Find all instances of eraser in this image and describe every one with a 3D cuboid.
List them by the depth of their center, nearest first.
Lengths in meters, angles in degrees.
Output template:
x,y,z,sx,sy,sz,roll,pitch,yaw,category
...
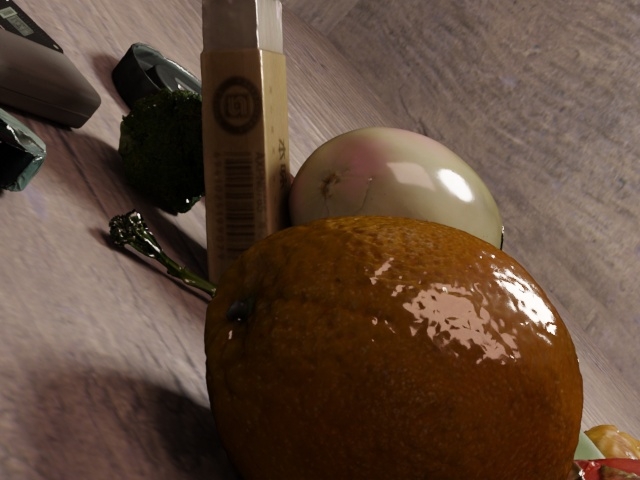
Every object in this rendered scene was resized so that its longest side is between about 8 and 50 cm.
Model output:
x,y,z,sx,sy,sz,roll,pitch,yaw,category
-0.085,-0.117,1.596,0.144,0.078,0.343,-29,118,-78,eraser

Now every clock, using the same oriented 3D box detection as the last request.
x,y,z,sx,sy,sz,roll,pitch,yaw,category
-0.190,-0.182,2.007,0.280,0.055,0.280,42,12,-11,clock

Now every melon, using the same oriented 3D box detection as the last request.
x,y,z,sx,sy,sz,roll,pitch,yaw,category
0.097,-0.020,1.651,0.317,0.223,0.223,28,20,-50,melon

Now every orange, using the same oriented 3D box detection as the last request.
x,y,z,sx,sy,sz,roll,pitch,yaw,category
0.062,0.131,1.228,0.357,0.322,0.322,28,18,-23,orange

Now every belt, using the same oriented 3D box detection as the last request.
x,y,z,sx,sy,sz,roll,pitch,yaw,category
-0.331,-0.099,1.299,0.140,0.058,0.105,32,11,-32,belt

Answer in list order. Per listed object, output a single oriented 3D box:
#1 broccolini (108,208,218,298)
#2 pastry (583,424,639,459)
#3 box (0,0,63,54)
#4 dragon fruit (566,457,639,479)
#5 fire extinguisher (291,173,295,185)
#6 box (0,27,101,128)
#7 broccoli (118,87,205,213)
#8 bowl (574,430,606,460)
x,y,z,sx,sy,sz,roll,pitch,yaw,category
-0.151,0.038,1.484,0.218,0.044,0.042,42,-4,-31,broccolini
0.429,0.393,1.843,0.255,0.162,0.311,41,15,-6,pastry
-0.389,-0.269,1.732,0.125,0.027,0.126,42,13,-8,box
0.302,0.353,1.325,0.277,0.277,0.342,41,26,-13,dragon fruit
0.000,0.000,1.826,0.344,0.138,0.102,47,-3,18,fire extinguisher
-0.354,-0.196,1.540,0.103,0.055,0.244,49,13,22,box
-0.183,-0.117,1.657,0.138,0.145,0.162,8,-20,26,broccoli
0.204,0.242,1.618,0.307,0.163,0.307,41,12,-11,bowl
